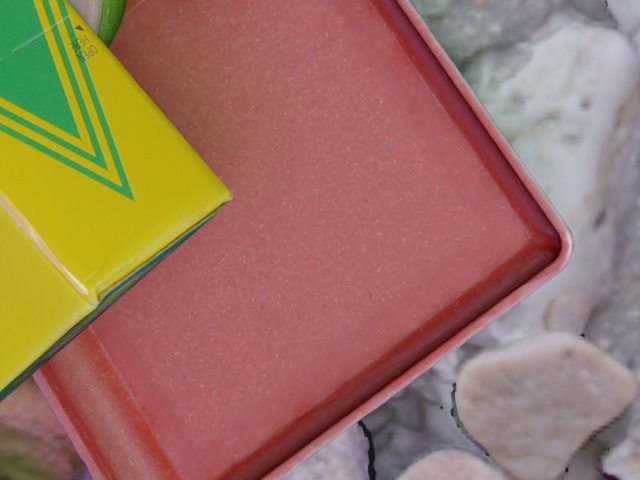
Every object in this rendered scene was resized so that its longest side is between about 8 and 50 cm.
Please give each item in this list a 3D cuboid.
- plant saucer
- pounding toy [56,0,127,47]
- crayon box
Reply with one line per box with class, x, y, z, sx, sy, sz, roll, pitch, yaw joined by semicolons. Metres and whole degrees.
plant saucer;-0.044;-0.024;0.825;0.258;0.047;0.259;-39;74;20
pounding toy;-0.149;-0.176;0.784;0.237;0.110;0.183;19;136;35
crayon box;-0.260;-0.034;0.799;0.313;0.106;0.363;49;134;-3
